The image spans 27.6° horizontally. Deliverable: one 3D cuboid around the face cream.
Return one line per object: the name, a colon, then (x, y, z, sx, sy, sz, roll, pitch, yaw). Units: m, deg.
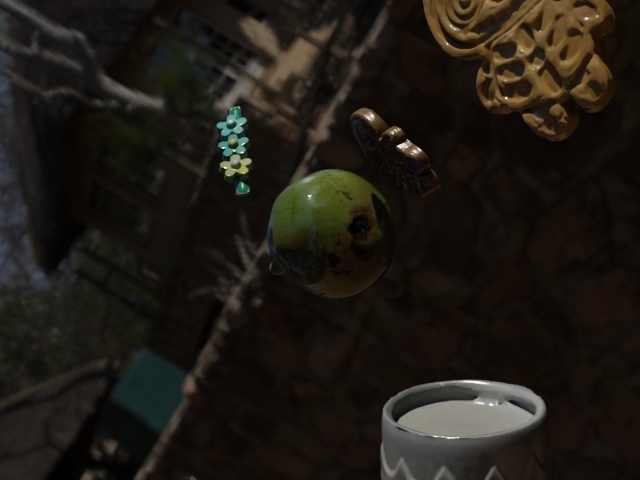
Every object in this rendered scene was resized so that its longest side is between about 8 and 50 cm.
face cream: (0.148, 0.257, 1.314, 0.175, 0.175, 0.195, -58, -34, -73)

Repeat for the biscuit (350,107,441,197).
biscuit: (0.090, -0.109, 1.660, 0.026, 0.124, 0.175, -38, 31, -11)

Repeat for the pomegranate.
pomegranate: (-0.003, -0.011, 1.793, 0.179, 0.210, 0.179, -11, -77, -54)

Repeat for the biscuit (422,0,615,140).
biscuit: (0.209, -0.244, 1.394, 0.202, 0.289, 0.044, -34, -23, 35)

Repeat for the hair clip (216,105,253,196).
hair clip: (-0.116, -0.124, 1.751, 0.049, 0.049, 0.173, -59, 25, 34)

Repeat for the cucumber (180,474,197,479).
cucumber: (-0.216, 0.339, 1.663, 0.133, 0.032, 0.032, -27, 7, 12)
